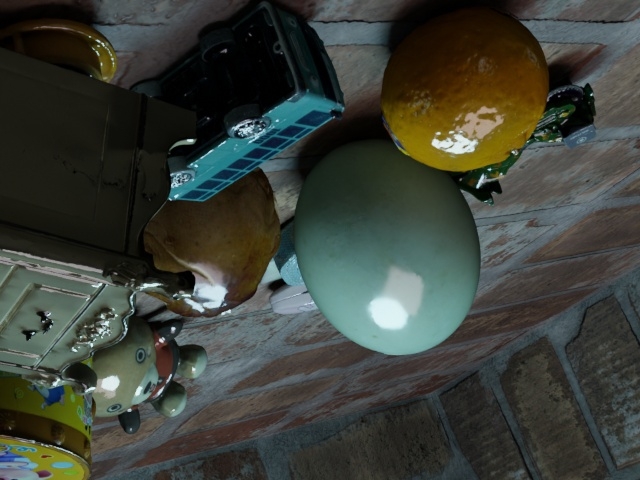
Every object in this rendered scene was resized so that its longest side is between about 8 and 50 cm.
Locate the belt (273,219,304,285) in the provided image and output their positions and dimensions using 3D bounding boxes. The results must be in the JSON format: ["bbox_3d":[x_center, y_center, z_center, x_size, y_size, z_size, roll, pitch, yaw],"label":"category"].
[{"bbox_3d":[-0.007,0.005,1.878,0.163,0.082,0.147,-25,153,8],"label":"belt"}]

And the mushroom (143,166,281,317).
[{"bbox_3d":[-0.203,0.007,1.558,0.233,0.208,0.301,39,141,-23],"label":"mushroom"}]

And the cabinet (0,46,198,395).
[{"bbox_3d":[-0.317,-0.015,1.063,0.318,0.228,0.290,16,145,-26],"label":"cabinet"}]

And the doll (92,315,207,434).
[{"bbox_3d":[-0.352,0.227,2.022,0.235,0.174,0.330,-56,158,7],"label":"doll"}]

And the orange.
[{"bbox_3d":[0.181,-0.187,1.375,0.219,0.193,0.219,-31,155,-16],"label":"orange"}]

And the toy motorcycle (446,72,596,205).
[{"bbox_3d":[0.302,-0.154,1.709,0.274,0.125,0.187,-25,152,13],"label":"toy motorcycle"}]

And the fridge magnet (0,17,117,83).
[{"bbox_3d":[-0.274,-0.169,1.097,0.143,0.063,0.143,-11,154,-6],"label":"fridge magnet"}]

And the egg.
[{"bbox_3d":[0.102,0.012,1.663,0.276,0.276,0.389,-22,136,4],"label":"egg"}]

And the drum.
[{"bbox_3d":[-0.533,0.230,1.559,0.431,0.214,0.431,-3,154,-1],"label":"drum"}]

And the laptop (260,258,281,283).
[{"bbox_3d":[0.019,0.014,2.040,0.269,0.015,0.188,-17,162,-14],"label":"laptop"}]

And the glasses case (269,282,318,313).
[{"bbox_3d":[0.043,0.080,2.139,0.296,0.075,0.113,-20,174,10],"label":"glasses case"}]

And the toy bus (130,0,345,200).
[{"bbox_3d":[-0.101,-0.150,1.252,0.256,0.128,0.147,-29,163,30],"label":"toy bus"}]
